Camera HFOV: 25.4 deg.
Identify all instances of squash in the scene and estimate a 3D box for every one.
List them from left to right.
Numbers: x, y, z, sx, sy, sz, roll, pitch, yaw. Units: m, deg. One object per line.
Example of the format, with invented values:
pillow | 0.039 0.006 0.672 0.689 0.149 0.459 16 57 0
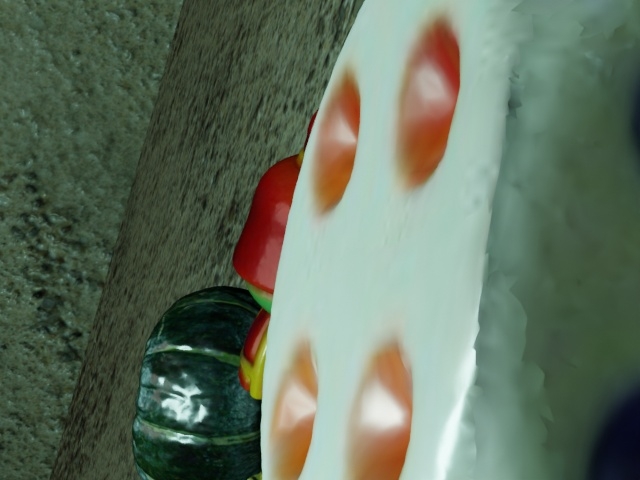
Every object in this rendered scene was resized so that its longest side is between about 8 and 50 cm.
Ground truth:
squash | -0.119 0.177 1.604 0.252 0.165 0.252 3 -90 -81

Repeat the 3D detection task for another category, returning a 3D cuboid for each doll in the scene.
doll | 0.001 0.001 1.414 0.182 0.160 0.363 -102 28 -69

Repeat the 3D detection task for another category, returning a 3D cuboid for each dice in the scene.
dice | 0.153 0.041 0.658 0.277 0.304 0.304 169 111 -72

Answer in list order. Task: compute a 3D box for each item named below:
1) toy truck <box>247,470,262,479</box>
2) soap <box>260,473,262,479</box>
toy truck | -0.075 0.285 1.333 0.111 0.286 0.136 34 123 33
soap | 0.076 0.200 0.908 0.143 0.259 0.281 -87 15 -66
